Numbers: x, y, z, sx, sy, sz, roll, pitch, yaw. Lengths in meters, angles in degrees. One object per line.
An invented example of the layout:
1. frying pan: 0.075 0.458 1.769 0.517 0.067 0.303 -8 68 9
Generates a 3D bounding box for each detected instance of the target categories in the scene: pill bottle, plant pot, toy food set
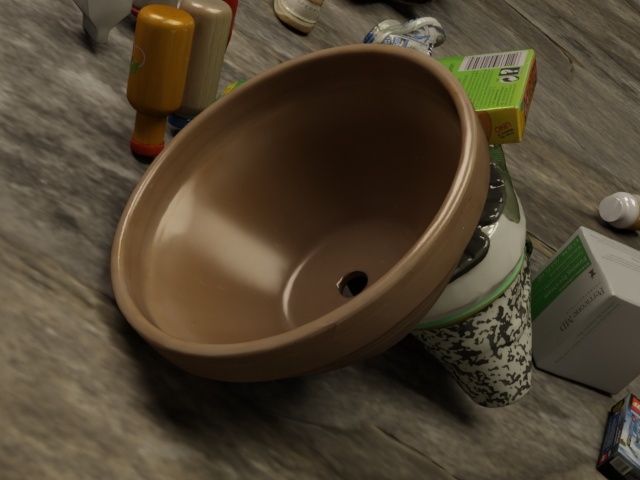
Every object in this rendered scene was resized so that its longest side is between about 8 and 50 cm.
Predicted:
1. pill bottle: 0.362 -0.034 1.205 0.083 0.043 0.043 4 45 -45
2. plant pot: 0.000 0.000 0.624 0.109 0.237 0.237 55 16 -40
3. toy food set: -0.135 -0.160 0.804 0.111 0.104 0.232 -3 31 -32

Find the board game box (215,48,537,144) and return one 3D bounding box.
1. board game box: 0.031 -0.103 0.796 0.260 0.039 0.124 0 29 18

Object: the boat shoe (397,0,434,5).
1. boat shoe: 0.117 -0.349 1.293 0.324 0.123 0.116 -16 68 -48

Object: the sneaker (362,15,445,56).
1. sneaker: 0.103 -0.216 1.165 0.135 0.052 0.058 -19 73 -48

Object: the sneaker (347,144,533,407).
1. sneaker: 0.106 -0.010 0.850 0.410 0.158 0.182 -76 144 -59

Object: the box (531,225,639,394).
1. box: 0.241 0.062 0.886 0.102 0.101 0.087 20 36 -27

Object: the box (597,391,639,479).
1. box: 0.291 0.198 0.835 0.137 0.027 0.094 42 32 3

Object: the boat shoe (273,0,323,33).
1. boat shoe: -0.020 -0.289 1.104 0.063 0.059 0.170 21 35 -29
